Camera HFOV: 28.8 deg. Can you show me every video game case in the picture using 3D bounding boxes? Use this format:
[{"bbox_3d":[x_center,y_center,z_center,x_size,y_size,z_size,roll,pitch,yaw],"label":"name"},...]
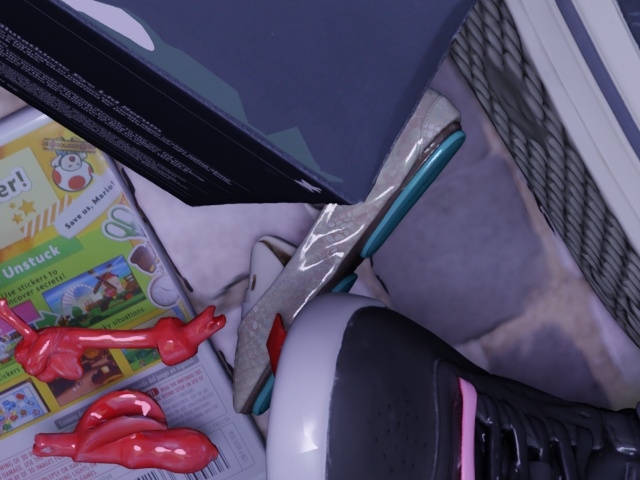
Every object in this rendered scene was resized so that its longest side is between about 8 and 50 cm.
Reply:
[{"bbox_3d":[-0.164,0.071,0.560,0.227,0.026,0.206,-26,111,0],"label":"video game case"}]

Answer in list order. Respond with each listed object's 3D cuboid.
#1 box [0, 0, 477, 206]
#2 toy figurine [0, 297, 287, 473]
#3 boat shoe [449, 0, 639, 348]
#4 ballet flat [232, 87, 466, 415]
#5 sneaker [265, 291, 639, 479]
[{"bbox_3d":[-0.100,-0.119,0.414,0.261,0.184,0.103,34,82,-19],"label":"box"},{"bbox_3d":[-0.088,0.227,0.495,0.191,0.217,0.363,14,115,-18],"label":"toy figurine"},{"bbox_3d":[0.107,-0.143,0.459,0.156,0.187,0.500,-35,117,0],"label":"boat shoe"},{"bbox_3d":[0.000,0.000,0.560,0.052,0.057,0.168,37,96,11],"label":"ballet flat"},{"bbox_3d":[0.087,0.088,0.475,0.146,0.296,0.105,1,73,22],"label":"sneaker"}]
